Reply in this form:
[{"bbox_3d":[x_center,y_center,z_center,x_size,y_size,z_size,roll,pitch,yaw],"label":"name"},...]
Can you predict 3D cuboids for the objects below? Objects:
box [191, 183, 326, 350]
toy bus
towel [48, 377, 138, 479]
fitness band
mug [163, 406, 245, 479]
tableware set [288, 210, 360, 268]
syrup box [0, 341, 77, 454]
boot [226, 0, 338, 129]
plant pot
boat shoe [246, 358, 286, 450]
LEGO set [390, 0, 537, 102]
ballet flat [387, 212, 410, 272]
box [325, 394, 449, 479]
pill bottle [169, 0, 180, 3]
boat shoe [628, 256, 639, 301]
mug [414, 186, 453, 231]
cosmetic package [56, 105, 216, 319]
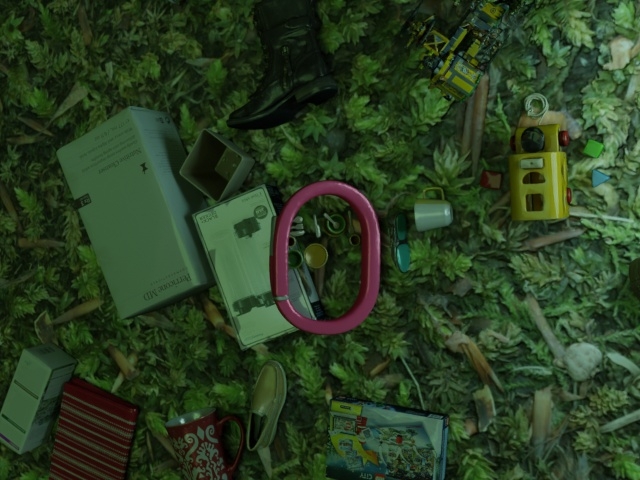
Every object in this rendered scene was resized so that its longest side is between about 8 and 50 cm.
[{"bbox_3d":[-0.121,0.053,1.764,0.169,0.087,0.289,-23,85,12],"label":"box"},{"bbox_3d":[0.370,-0.126,1.528,0.202,0.104,0.191,43,110,15],"label":"toy bus"},{"bbox_3d":[-0.518,0.468,2.034,0.199,0.031,0.274,18,104,20],"label":"towel"},{"bbox_3d":[0.011,0.033,1.671,0.209,0.054,0.290,1,91,-15],"label":"fitness band"},{"bbox_3d":[-0.234,0.444,1.858,0.150,0.113,0.169,-15,91,27],"label":"mug"},{"bbox_3d":[0.000,0.000,1.706,0.154,0.024,0.103,-8,90,-16],"label":"tableware set"},{"bbox_3d":[-0.656,0.362,2.052,0.096,0.093,0.236,31,107,19],"label":"syrup box"},{"bbox_3d":[-0.092,-0.353,1.743,0.263,0.091,0.228,-21,80,21],"label":"boot"},{"bbox_3d":[-0.196,-0.150,1.792,0.109,0.096,0.109,38,108,18],"label":"plant pot"},{"bbox_3d":[-0.115,0.338,1.811,0.068,0.072,0.189,10,98,24],"label":"boat shoe"},{"bbox_3d":[0.232,-0.412,1.482,0.192,0.255,0.331,32,121,-9],"label":"LEGO set"},{"bbox_3d":[0.145,0.004,1.685,0.041,0.041,0.114,-2,93,25],"label":"ballet flat"},{"bbox_3d":[0.126,0.397,1.721,0.233,0.044,0.159,6,97,24],"label":"box"},{"bbox_3d":[-0.265,-0.533,1.807,0.116,0.065,0.065,-23,85,25],"label":"pill bottle"},{"bbox_3d":[0.572,0.095,1.494,0.056,0.048,0.153,-44,70,34],"label":"boat shoe"},{"bbox_3d":[0.208,-0.056,1.636,0.064,0.062,0.078,-4,100,17],"label":"mug"},{"bbox_3d":[-0.360,-0.054,1.844,0.217,0.156,0.384,-26,83,23],"label":"cosmetic package"}]
